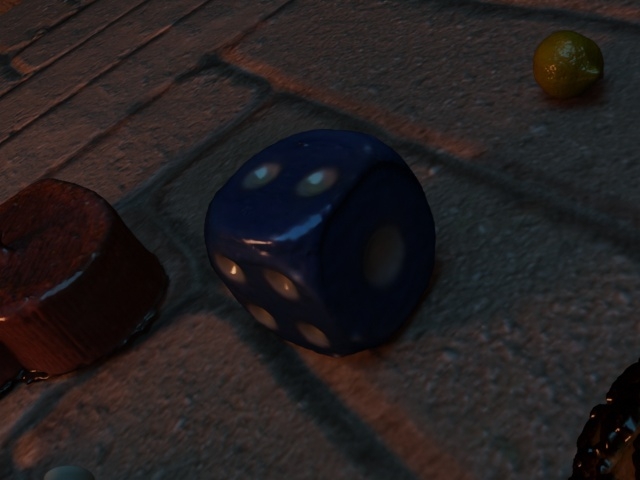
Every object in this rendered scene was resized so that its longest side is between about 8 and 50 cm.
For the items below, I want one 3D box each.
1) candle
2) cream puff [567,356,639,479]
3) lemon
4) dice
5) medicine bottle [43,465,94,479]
[{"bbox_3d":[-0.330,0.030,0.759,0.317,0.131,0.287,-17,37,14],"label":"candle"},{"bbox_3d":[0.222,0.121,0.274,0.239,0.165,0.239,-19,41,17],"label":"cream puff"},{"bbox_3d":[0.245,-0.174,0.670,0.065,0.065,0.092,-29,36,1],"label":"lemon"},{"bbox_3d":[0.000,0.000,0.565,0.146,0.146,0.143,17,55,43],"label":"dice"},{"bbox_3d":[-0.200,0.221,0.523,0.047,0.047,0.083,-22,39,9],"label":"medicine bottle"}]
